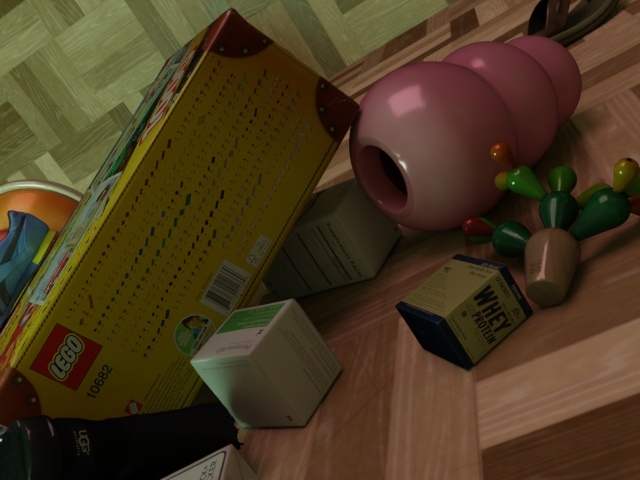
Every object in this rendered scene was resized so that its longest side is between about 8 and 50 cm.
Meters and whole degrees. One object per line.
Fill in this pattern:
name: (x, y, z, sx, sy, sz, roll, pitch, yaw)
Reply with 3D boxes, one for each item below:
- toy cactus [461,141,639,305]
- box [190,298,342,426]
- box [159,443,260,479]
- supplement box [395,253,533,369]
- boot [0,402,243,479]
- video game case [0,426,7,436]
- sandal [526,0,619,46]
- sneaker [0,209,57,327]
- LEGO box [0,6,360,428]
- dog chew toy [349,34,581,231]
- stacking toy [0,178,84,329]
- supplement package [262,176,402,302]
toy cactus: (0.224, -0.022, 0.695, 0.219, 0.112, 0.180, -11, 37, 34)
box: (-0.055, 0.129, 0.759, 0.101, 0.102, 0.087, -15, 28, 44)
box: (-0.172, 0.293, 0.556, 0.290, 0.087, 0.169, -29, 18, 12)
supplement box: (0.131, 0.063, 0.678, 0.083, 0.056, 0.083, -38, 18, -13)
boot: (-0.213, 0.228, 0.694, 0.246, 0.207, 0.094, -41, 55, 37)
video game case: (-0.506, 0.299, 1.204, 0.232, 0.042, 0.210, -37, 17, -9)
sandal: (0.419, -0.398, 1.342, 0.302, 0.086, 0.120, -34, 17, 1)
sneaker: (-0.452, 0.057, 1.018, 0.209, 0.082, 0.069, -63, 23, -10)
LEGO box: (-0.210, -0.006, 0.951, 0.500, 0.193, 0.372, -61, 21, -8)
dog chew toy: (0.197, -0.153, 0.919, 0.332, 0.207, 0.206, -33, 16, -24)
stacking toy: (-0.678, 0.121, 1.658, 0.350, 0.350, 0.480, -26, 34, 23)
supplement package: (0.000, 0.000, 0.996, 0.179, 0.105, 0.105, -19, 22, 39)
